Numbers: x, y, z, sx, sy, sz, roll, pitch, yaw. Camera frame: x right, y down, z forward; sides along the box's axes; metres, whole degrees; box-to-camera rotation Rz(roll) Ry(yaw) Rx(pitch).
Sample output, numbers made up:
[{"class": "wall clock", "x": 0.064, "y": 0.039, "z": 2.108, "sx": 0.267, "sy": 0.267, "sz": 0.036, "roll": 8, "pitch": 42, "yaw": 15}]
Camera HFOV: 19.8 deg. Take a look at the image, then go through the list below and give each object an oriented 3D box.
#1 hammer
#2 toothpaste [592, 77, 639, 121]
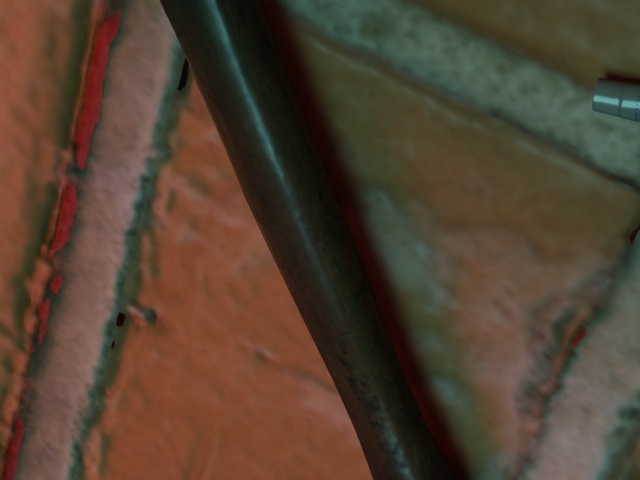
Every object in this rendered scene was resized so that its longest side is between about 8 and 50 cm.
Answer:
[{"class": "hammer", "x": 0.000, "y": 0.000, "z": 0.854, "sx": 0.168, "sy": 0.044, "sz": 0.440, "roll": -6, "pitch": 118, "yaw": 33}, {"class": "toothpaste", "x": 0.152, "y": -0.052, "z": 0.741, "sx": 0.083, "sy": 0.015, "sz": 0.024, "roll": 13, "pitch": 135, "yaw": 17}]
